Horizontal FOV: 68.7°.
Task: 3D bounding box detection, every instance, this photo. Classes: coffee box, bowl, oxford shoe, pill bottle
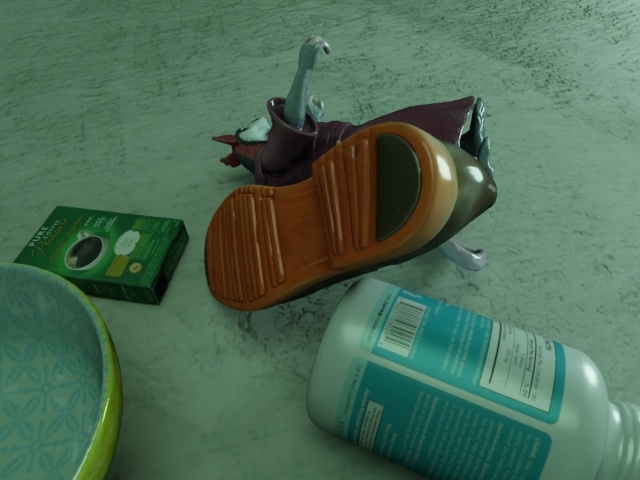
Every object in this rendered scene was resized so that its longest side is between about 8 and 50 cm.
[{"bbox_3d":[-0.274,0.015,0.594,0.184,0.040,0.113,6,50,6],"label":"coffee box"},{"bbox_3d":[-0.292,0.176,0.382,0.289,0.156,0.290,-1,50,1],"label":"bowl"},{"bbox_3d":[0.000,0.000,0.477,0.132,0.363,0.130,2,79,-42],"label":"oxford shoe"},{"bbox_3d":[0.131,0.139,0.404,0.264,0.146,0.146,19,53,17],"label":"pill bottle"}]

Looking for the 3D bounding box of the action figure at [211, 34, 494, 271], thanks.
[{"bbox_3d":[0.031,-0.102,0.634,0.369,0.248,0.276,-1,90,16],"label":"action figure"}]
